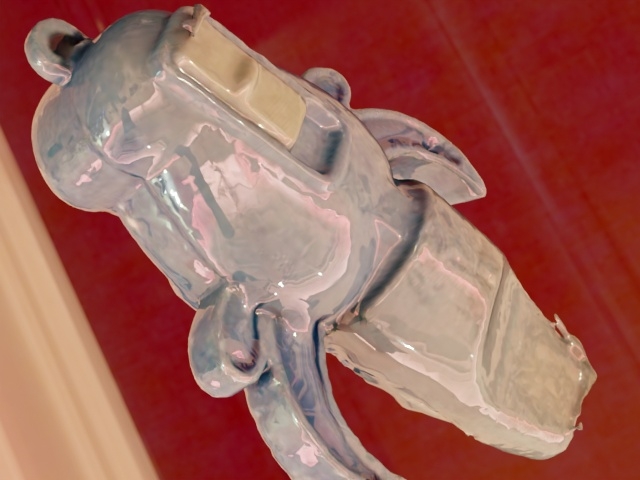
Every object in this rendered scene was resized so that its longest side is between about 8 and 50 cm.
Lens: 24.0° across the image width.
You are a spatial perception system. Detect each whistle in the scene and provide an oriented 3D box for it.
[{"bbox_3d":[0.000,0.000,0.577,0.093,0.269,0.180,-32,-152,41],"label":"whistle"}]
